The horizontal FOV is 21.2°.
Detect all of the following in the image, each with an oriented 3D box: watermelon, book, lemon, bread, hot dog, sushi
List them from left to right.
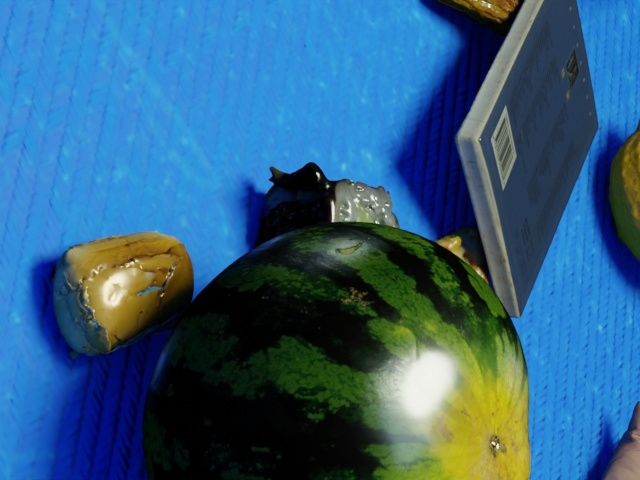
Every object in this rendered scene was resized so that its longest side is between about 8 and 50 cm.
[{"bbox_3d":[-0.125,0.032,1.096,0.106,0.053,0.072,-17,96,-55],"label":"bread"},{"bbox_3d":[0.001,0.001,1.227,0.098,0.084,0.094,20,69,-40],"label":"sushi"},{"bbox_3d":[0.013,0.125,1.080,0.269,0.269,0.269,16,68,-46],"label":"watermelon"},{"bbox_3d":[0.143,-0.229,1.469,0.147,0.065,0.099,22,70,-42],"label":"hot dog"},{"bbox_3d":[0.182,-0.092,1.455,0.269,0.025,0.191,-62,145,-43],"label":"book"},{"bbox_3d":[0.341,-0.035,1.591,0.142,0.142,0.187,-20,94,-50],"label":"lemon"}]

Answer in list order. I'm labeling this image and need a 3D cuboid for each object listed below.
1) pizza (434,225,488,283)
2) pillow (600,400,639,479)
[{"bbox_3d":[0.111,0.059,1.376,0.185,0.036,0.176,58,43,-22],"label":"pizza"},{"bbox_3d":[0.290,0.295,1.483,0.223,0.084,0.236,54,43,-23],"label":"pillow"}]
